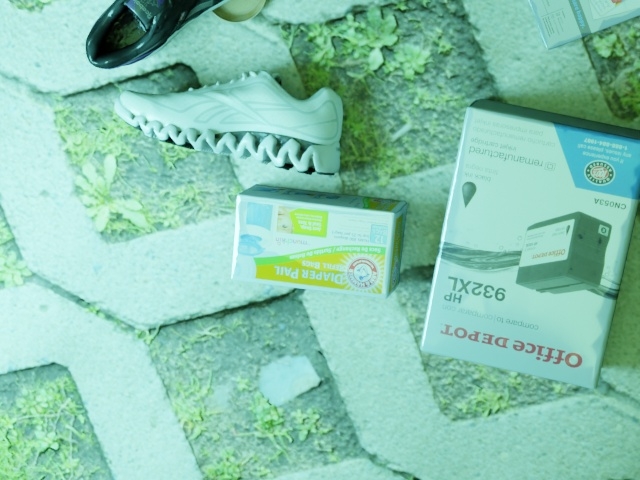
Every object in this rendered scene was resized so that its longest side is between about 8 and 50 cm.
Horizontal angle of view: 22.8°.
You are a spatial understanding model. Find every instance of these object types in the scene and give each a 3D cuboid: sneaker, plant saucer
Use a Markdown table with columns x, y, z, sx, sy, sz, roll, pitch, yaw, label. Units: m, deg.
| x | y | z | sx | sy | sz | roll | pitch | yaw | label |
| --- | --- | --- | --- | --- | --- | --- | --- | --- | --- |
| -0.176 | -0.305 | 1.947 | 0.107 | 0.124 | 0.283 | 46 | 114 | -5 | sneaker |
| -0.111 | -0.161 | 1.998 | 0.292 | 0.110 | 0.118 | 11 | 94 | 1 | sneaker |
| -0.106 | -0.317 | 2.008 | 0.083 | 0.015 | 0.083 | 2 | 100 | 12 | plant saucer |

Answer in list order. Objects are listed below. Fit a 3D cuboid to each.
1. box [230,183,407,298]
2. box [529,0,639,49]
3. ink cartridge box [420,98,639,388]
| x | y | z | sx | sy | sz | roll | pitch | yaw | label |
| --- | --- | --- | --- | --- | --- | --- | --- | --- | --- |
| 0.000 | 0.000 | 1.994 | 0.203 | 0.103 | 0.114 | 6 | 100 | 11 | box |
| 0.335 | -0.328 | 1.905 | 0.186 | 0.038 | 0.145 | -20 | 96 | 13 | box |
| 0.261 | 0.002 | 1.928 | 0.223 | 0.129 | 0.307 | 12 | 102 | 9 | ink cartridge box |
